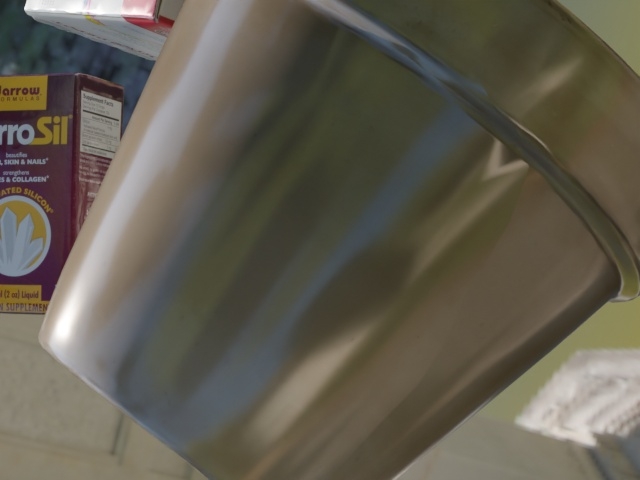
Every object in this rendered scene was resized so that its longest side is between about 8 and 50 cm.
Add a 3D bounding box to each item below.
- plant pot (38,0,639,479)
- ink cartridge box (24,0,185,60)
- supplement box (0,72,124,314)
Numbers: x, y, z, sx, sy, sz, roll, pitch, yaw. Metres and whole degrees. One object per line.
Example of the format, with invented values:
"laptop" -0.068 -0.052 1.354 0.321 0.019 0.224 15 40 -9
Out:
"plant pot" 0.000 0.000 0.841 0.280 0.323 0.323 -52 32 -7
"ink cartridge box" -0.103 -0.169 1.042 0.175 0.127 0.072 13 89 50
"supplement box" -0.221 -0.035 1.194 0.104 0.081 0.188 0 87 19
